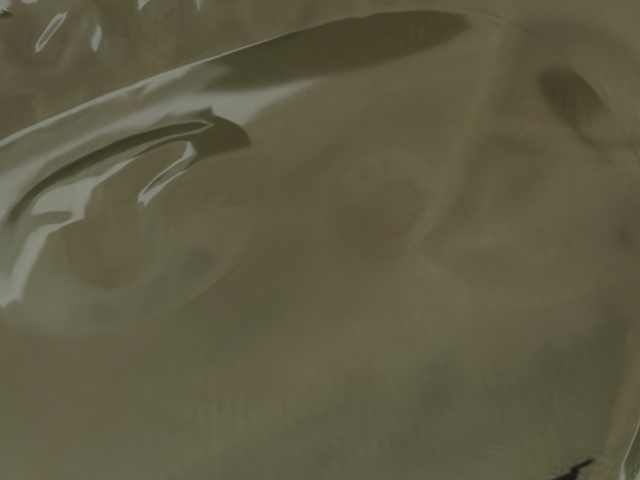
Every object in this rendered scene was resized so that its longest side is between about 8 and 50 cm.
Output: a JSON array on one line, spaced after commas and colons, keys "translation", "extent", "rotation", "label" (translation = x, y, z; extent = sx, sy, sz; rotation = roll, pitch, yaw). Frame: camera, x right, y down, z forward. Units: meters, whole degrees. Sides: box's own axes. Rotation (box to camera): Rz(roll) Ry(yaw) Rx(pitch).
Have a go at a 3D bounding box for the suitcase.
[{"translation": [0.002, 0.071, 0.460], "extent": [0.352, 0.194, 0.339], "rotation": [-20, -117, 13], "label": "suitcase"}]
